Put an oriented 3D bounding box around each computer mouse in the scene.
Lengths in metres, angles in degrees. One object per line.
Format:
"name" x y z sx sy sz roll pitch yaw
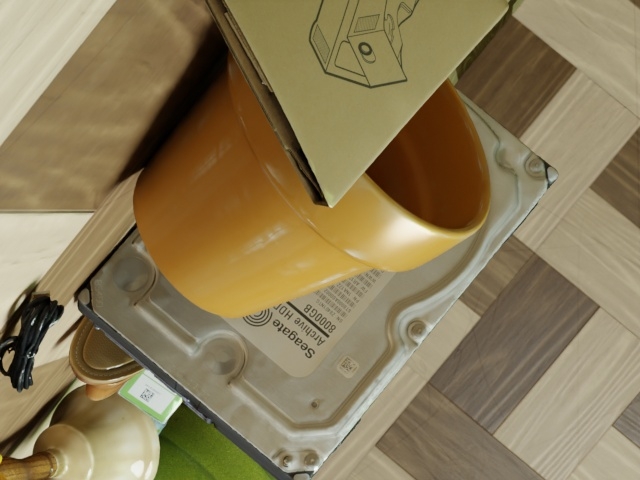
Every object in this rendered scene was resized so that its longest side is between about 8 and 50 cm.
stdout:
"computer mouse" -0.237 0.113 1.177 0.193 0.042 0.106 -47 176 -45

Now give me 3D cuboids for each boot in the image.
"boot" -0.179 0.099 1.568 0.152 0.073 0.197 -48 176 41

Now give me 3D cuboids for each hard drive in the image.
"hard drive" 0.000 0.000 1.426 0.339 0.237 0.064 -49 176 -14

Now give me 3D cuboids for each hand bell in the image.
"hand bell" -0.258 0.209 1.625 0.126 0.126 0.242 -52 165 17

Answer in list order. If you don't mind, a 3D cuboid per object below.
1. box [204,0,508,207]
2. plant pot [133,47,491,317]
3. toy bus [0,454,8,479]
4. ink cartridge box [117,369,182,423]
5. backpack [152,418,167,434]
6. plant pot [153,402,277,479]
"box" 0.027 -0.145 1.055 0.021 0.164 0.201 7 -135 44
"plant pot" -0.020 -0.047 1.206 0.188 0.205 0.205 -34 -175 29
"toy bus" -0.264 0.285 1.287 0.220 0.211 0.149 -53 175 12
"ink cartridge box" -0.118 0.065 1.712 0.209 0.062 0.109 -51 -159 7
"backpack" -0.224 0.204 1.966 0.105 0.084 0.114 -49 179 6
"plant pot" -0.250 0.415 2.049 0.353 0.366 0.366 -32 165 -42
